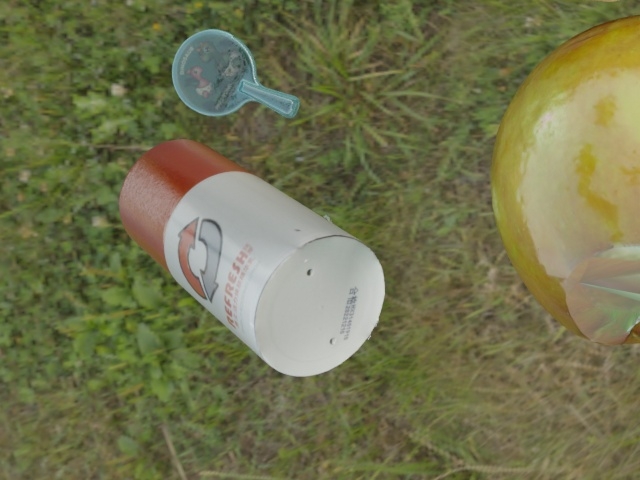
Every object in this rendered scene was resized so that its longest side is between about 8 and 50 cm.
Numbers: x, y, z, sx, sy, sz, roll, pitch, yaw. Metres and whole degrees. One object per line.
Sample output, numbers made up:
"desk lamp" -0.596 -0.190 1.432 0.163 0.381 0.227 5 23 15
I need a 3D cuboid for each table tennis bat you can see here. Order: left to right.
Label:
"table tennis bat" -0.122 -0.230 1.601 0.201 0.033 0.124 25 100 9

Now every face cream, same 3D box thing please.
"face cream" -0.055 0.004 0.758 0.214 0.096 0.095 34 113 50

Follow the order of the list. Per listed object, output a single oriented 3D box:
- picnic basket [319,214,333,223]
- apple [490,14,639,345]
"picnic basket" 0.000 0.000 1.601 0.065 0.083 0.083 -38 52 19
"apple" 0.371 -0.046 1.180 0.384 0.374 0.374 36 121 -26
